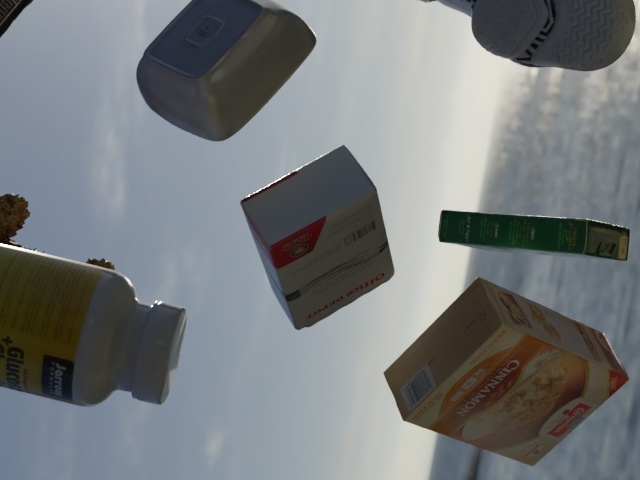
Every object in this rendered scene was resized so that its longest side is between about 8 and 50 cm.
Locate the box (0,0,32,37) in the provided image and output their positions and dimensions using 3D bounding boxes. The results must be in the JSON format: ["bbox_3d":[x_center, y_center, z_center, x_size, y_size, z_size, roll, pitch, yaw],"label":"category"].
[{"bbox_3d":[-0.616,-0.334,2.170,0.296,0.183,0.294,48,-120,-27],"label":"box"}]

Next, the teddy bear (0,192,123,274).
[{"bbox_3d":[-0.428,0.061,2.078,0.245,0.338,0.113,-44,17,28],"label":"teddy bear"}]

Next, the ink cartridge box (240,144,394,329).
[{"bbox_3d":[0.000,0.000,1.401,0.063,0.109,0.150,55,170,31],"label":"ink cartridge box"}]

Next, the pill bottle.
[{"bbox_3d":[-0.196,0.064,1.142,0.103,0.184,0.103,13,-90,-86],"label":"pill bottle"}]

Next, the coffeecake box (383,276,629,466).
[{"bbox_3d":[0.179,0.130,1.500,0.142,0.185,0.068,-48,41,24],"label":"coffeecake box"}]

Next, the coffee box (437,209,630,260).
[{"bbox_3d":[0.238,-0.006,1.732,0.113,0.184,0.040,9,-93,-53],"label":"coffee box"}]

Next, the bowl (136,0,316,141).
[{"bbox_3d":[-0.091,-0.165,1.362,0.142,0.142,0.053,-48,-47,-12],"label":"bowl"}]

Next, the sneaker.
[{"bbox_3d":[0.219,-0.256,1.556,0.366,0.210,0.137,36,113,46],"label":"sneaker"}]
